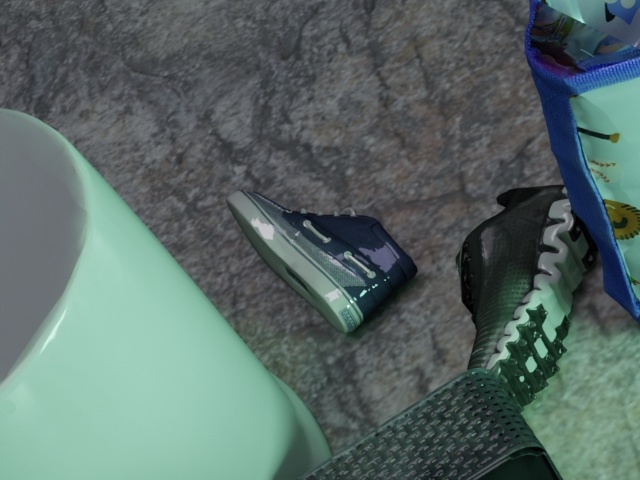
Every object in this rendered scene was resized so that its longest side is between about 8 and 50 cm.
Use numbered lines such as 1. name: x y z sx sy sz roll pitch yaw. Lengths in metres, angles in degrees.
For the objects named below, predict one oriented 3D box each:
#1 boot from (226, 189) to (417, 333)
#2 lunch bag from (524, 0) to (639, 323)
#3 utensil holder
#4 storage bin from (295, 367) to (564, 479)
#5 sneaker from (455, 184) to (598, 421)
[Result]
1. boot: 0.000 0.000 1.372 0.086 0.069 0.190 -37 54 -13
2. lunch bag: 0.328 -0.145 1.130 0.385 0.328 0.239 -44 49 -12
3. utensil holder: -0.209 0.134 1.150 0.328 0.385 0.327 -15 49 18
4. storage bin: 0.081 0.192 1.132 0.180 0.122 0.084 -32 46 2
5. sneaker: 0.149 0.044 1.248 0.106 0.078 0.234 5 54 34
